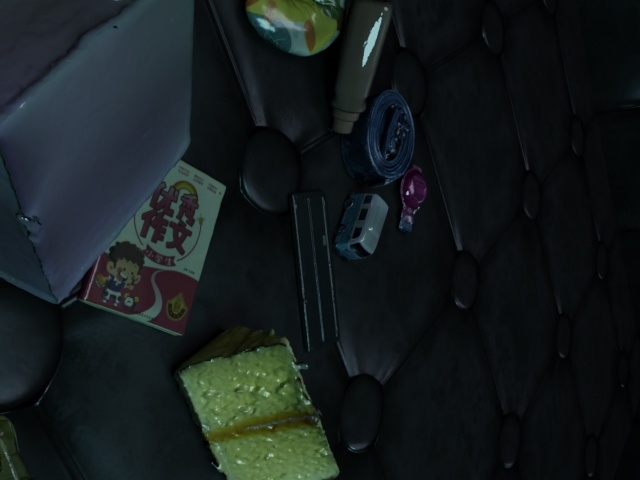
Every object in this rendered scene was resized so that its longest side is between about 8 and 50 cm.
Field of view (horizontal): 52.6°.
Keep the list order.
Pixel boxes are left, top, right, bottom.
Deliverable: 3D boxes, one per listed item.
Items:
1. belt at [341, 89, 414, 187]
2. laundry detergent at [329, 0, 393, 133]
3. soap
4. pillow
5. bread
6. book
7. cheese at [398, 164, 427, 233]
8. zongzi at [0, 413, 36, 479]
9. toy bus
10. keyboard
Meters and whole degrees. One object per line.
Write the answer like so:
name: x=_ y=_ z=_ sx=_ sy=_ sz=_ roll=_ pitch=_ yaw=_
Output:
belt: x=0.115 y=-0.195 z=1.243 sx=0.141 sy=0.082 sz=0.190 roll=39 pitch=57 yaw=-36
laundry detergent: x=0.069 y=-0.323 z=1.171 sx=0.171 sy=0.076 sz=0.237 roll=-78 pitch=-178 yaw=-62
soap: x=-0.239 y=-0.122 z=0.666 sx=0.285 sy=0.107 sz=0.296 roll=-58 pitch=173 yaw=-35
pillow: x=-0.047 y=-0.423 z=1.071 sx=0.214 sy=0.086 sz=0.233 roll=-10 pitch=99 yaw=-40
bread: x=-0.090 y=0.254 z=0.949 sx=0.178 sy=0.142 sz=0.266 roll=-21 pitch=110 yaw=-7
book: x=-0.219 y=-0.004 z=0.877 sx=0.162 sy=0.022 sz=0.232 roll=33 pitch=64 yaw=-45
cheese: x=0.192 y=-0.087 z=1.367 sx=0.095 sy=0.038 sz=0.145 roll=22 pitch=77 yaw=-46
zongzi: x=-0.331 y=0.255 z=0.708 sx=0.178 sy=0.081 sz=0.189 roll=34 pitch=46 yaw=-68
toy bus: x=0.077 y=-0.026 z=1.193 sx=0.060 sy=0.075 sz=0.123 roll=43 pitch=56 yaw=-40
keyboard: x=-0.011 y=-0.001 z=1.125 sx=0.103 sy=0.041 sz=0.381 roll=-10 pitch=102 yaw=-51
